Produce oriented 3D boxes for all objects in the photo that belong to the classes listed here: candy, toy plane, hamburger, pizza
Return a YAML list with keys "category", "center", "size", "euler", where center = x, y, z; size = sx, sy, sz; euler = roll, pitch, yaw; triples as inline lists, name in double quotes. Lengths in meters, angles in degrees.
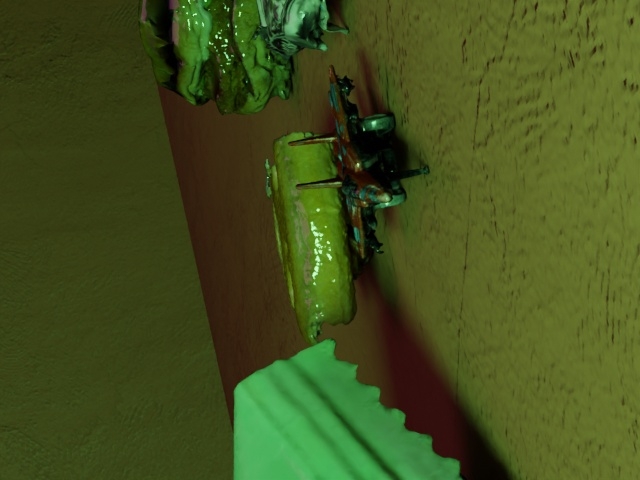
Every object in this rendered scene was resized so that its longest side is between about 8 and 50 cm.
- category: "candy"
  center: [0.043, 0.280, 0.872]
  size: [0.263, 0.172, 0.398]
  euler: [50, 158, 43]
- category: "toy plane"
  center: [0.030, -0.044, 0.861]
  size: [0.189, 0.061, 0.130]
  euler: [-148, 48, -71]
- category: "hamburger"
  center: [-0.104, -0.213, 1.247]
  size: [0.206, 0.130, 0.183]
  euler: [-112, 17, -57]
- category: "pizza"
  center: [0.001, -0.002, 1.058]
  size: [0.194, 0.069, 0.154]
  euler: [154, 104, -87]
- category: "candy"
  center: [-0.019, -0.179, 1.029]
  size: [0.226, 0.051, 0.094]
  euler: [173, 97, -78]
